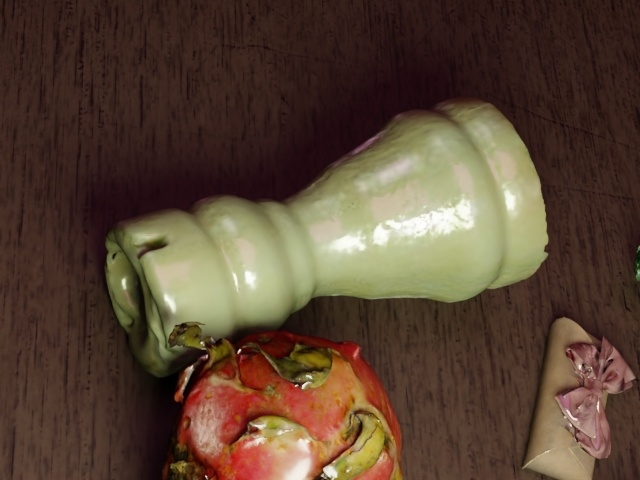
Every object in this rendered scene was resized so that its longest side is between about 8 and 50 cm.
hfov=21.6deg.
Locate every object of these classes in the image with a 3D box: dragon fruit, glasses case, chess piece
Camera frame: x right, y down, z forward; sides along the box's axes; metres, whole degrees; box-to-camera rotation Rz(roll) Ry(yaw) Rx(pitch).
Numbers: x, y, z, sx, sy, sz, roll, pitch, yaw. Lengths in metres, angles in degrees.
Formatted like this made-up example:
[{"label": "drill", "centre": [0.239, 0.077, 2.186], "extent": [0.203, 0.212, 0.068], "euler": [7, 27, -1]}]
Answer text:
[{"label": "dragon fruit", "centre": [-0.041, 0.237, 1.600], "extent": [0.250, 0.269, 0.291], "euler": [11, 51, 2]}, {"label": "glasses case", "centre": [0.295, 0.177, 1.848], "extent": [0.102, 0.070, 0.193], "euler": [21, 54, -4]}, {"label": "chess piece", "centre": [0.000, 0.000, 1.788], "extent": [0.442, 0.234, 0.234], "euler": [-17, 64, -23]}]

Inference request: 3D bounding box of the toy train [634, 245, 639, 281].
[{"label": "toy train", "centre": [0.511, 0.071, 1.973], "extent": [0.307, 0.126, 0.189], "euler": [3, 89, -15]}]
